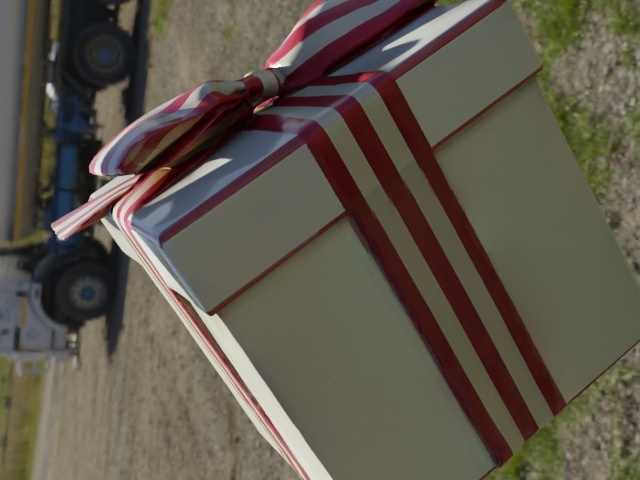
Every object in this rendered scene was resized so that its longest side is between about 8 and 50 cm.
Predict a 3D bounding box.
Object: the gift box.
[{"bbox_3d":[0.000,0.000,0.592,0.258,0.255,0.276,59,160,-20],"label":"gift box"}]
